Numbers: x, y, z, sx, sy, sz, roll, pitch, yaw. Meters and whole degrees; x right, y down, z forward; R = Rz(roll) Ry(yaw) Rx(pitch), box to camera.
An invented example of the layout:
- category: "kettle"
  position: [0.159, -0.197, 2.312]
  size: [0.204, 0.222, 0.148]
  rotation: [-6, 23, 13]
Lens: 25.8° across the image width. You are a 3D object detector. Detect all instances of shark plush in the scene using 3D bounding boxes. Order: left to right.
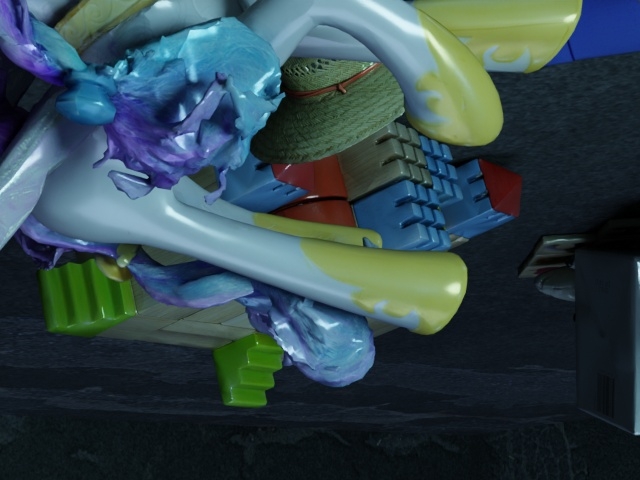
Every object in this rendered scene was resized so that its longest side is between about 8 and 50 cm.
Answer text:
- category: "shark plush"
  position: [0.317, 0.029, 1.528]
  size: [0.161, 0.073, 0.067]
  rotation: [-23, -172, -7]

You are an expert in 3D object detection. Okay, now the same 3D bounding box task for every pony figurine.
- category: "pony figurine"
  position: [-0.107, -0.049, 0.654]
  size: [0.363, 0.303, 0.351]
  rotation: [19, 130, -24]

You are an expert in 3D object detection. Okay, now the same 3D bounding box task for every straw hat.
- category: "straw hat"
  position: [0.006, -0.112, 0.801]
  size: [0.144, 0.144, 0.061]
  rotation: [-12, 126, 31]

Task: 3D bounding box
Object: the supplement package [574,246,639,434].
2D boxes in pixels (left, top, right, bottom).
- category: "supplement package"
  position: [0.425, 0.094, 1.419]
  size: [0.293, 0.175, 0.177]
  rotation: [-2, -178, -8]

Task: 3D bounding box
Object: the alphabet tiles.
- category: "alphabet tiles"
  position: [0.399, 0.010, 1.540]
  size: [0.342, 0.011, 0.285]
  rotation: [-3, 167, -2]

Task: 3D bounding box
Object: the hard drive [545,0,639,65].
- category: "hard drive"
  position: [0.250, -0.160, 0.723]
  size: [0.318, 0.040, 0.210]
  rotation: [-7, 166, 15]

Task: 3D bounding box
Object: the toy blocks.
- category: "toy blocks"
  position: [0.000, 0.000, 1.114]
  size: [0.261, 0.191, 0.381]
  rotation: [-25, 158, 29]
